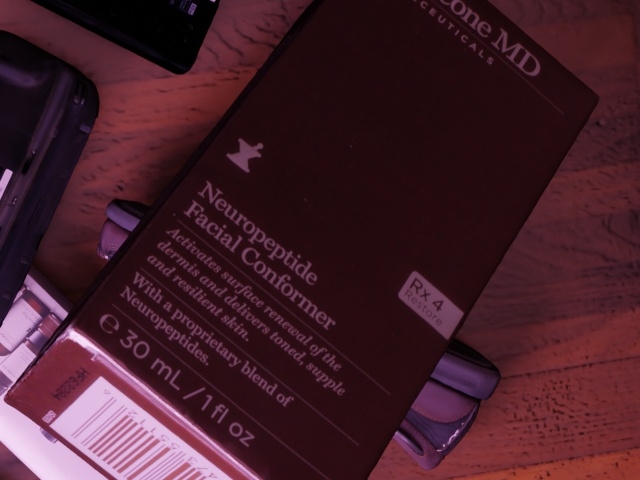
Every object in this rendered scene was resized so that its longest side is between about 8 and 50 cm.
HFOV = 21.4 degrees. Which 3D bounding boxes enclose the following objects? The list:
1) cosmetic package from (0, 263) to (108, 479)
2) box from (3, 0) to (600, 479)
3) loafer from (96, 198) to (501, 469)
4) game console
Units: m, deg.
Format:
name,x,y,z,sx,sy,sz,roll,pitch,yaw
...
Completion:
name,x,y,z,sx,sy,sz,roll,pitch,yaw
cosmetic package,-0.164,0.126,1.184,0.099,0.060,0.239,-44,100,1
box,0.000,0.000,1.056,0.191,0.143,0.381,39,56,-7
loafer,-0.023,0.070,1.174,0.302,0.109,0.095,24,98,-12
game console,-0.201,-0.114,1.110,0.213,0.044,0.361,26,82,-23
